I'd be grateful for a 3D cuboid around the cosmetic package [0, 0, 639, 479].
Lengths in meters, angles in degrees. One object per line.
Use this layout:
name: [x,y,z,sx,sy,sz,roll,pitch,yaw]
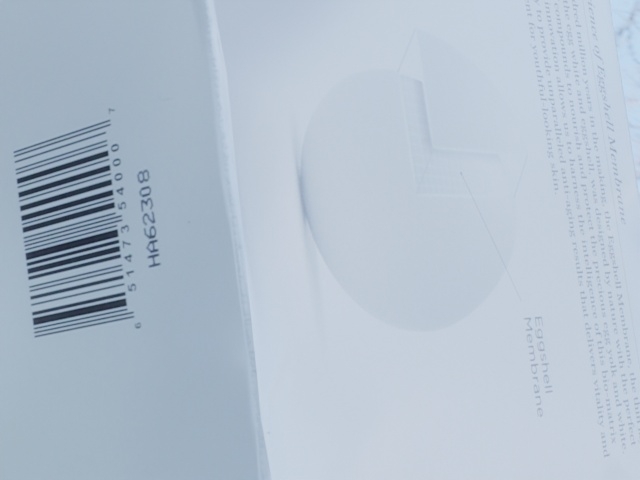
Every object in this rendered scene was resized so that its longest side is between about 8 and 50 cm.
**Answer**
cosmetic package: [0.000,0.000,0.510,0.138,0.225,0.224,-13,-98,41]
